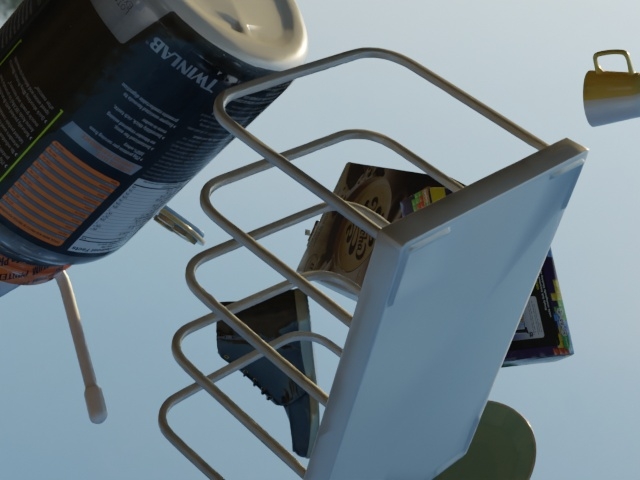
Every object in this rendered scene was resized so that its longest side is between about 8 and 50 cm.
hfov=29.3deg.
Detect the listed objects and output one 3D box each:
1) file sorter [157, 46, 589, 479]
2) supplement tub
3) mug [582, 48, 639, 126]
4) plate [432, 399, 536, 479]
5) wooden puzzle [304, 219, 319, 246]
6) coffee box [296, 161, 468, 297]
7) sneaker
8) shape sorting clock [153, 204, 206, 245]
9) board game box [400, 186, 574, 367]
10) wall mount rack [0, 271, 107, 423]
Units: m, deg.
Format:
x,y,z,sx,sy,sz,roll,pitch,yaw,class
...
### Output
x,y,z,sx,sy,sz,roll,pitch,yaw,class
0.018,0.039,0.818,0.173,0.278,0.193,36,-140,28,file sorter
-0.176,-0.110,0.978,0.316,0.193,0.193,-39,-168,30,supplement tub
0.319,-0.159,1.314,0.064,0.078,0.062,-1,-121,30,mug
0.200,0.298,1.629,0.188,0.024,0.188,-17,-136,17,plate
0.000,0.000,2.026,0.006,0.083,0.049,4,-117,43,wooden puzzle
0.102,0.007,1.502,0.168,0.119,0.297,-65,-157,-4,coffee box
-0.063,0.166,1.504,0.118,0.222,0.083,-6,-165,1,sneaker
-0.252,-0.050,1.749,0.040,0.206,0.206,-54,-150,-3,shape sorting clock
0.158,0.036,1.154,0.141,0.170,0.048,-2,165,-32,board game box
-0.359,0.076,1.199,0.350,0.304,0.130,-29,-172,13,wall mount rack
